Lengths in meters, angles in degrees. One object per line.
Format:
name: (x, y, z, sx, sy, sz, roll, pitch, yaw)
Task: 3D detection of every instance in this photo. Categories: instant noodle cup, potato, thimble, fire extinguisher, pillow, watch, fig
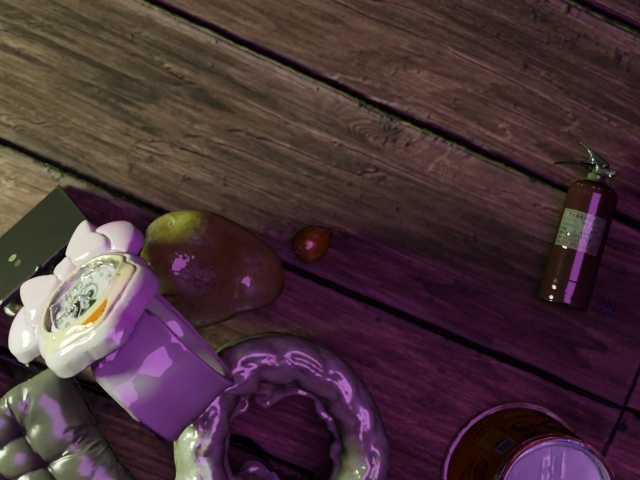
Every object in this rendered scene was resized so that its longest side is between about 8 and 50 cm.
instant noodle cup: (0.286, 0.331, 1.929, 0.216, 0.172, 0.215, 0, 90, -10)
potato: (-0.141, 0.039, 1.868, 0.194, 0.157, 0.157, 6, 90, -11)
thimble: (-0.060, 0.268, 1.861, 0.292, 0.195, 0.291, 0, 90, -8)
fire extinguisher: (0.350, -0.023, 1.991, 0.099, 0.071, 0.231, 14, 88, 18)
pillow: (-0.407, 0.330, 1.858, 0.326, 0.101, 0.228, -32, 93, -9)
watch: (-0.228, 0.125, 1.713, 0.211, 0.248, 0.217, -44, 119, -2)
fig: (0.000, 0.000, 1.944, 0.083, 0.050, 0.050, -21, 94, -26)

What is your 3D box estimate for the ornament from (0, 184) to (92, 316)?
ornament: (-0.324, 0.070, 1.879, 0.166, 0.153, 0.196, -42, 121, -5)
